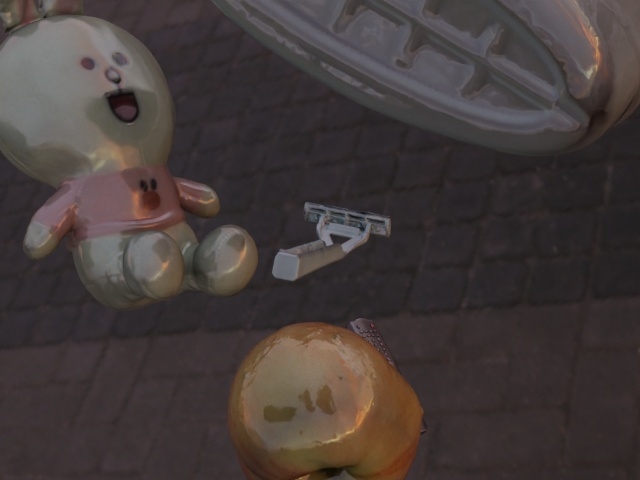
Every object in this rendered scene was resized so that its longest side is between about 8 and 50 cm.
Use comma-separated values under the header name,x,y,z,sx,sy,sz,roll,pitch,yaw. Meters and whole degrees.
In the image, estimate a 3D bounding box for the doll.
name,x,y,z,sx,sy,sz,roll,pitch,yaw
doll,-0.158,-0.060,0.852,0.155,0.275,0.113,-21,-16,-39

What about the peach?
name,x,y,z,sx,sy,sz,roll,pitch,yaw
peach,0.003,0.180,1.282,0.232,0.232,0.232,-19,40,16

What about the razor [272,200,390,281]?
name,x,y,z,sx,sy,sz,roll,pitch,yaw
razor,-0.002,0.011,1.400,0.111,0.056,0.278,12,15,13

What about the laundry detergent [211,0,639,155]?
name,x,y,z,sx,sy,sz,roll,pitch,yaw
laundry detergent,0.111,-0.203,0.754,0.264,0.125,0.398,31,36,8

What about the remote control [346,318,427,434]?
name,x,y,z,sx,sy,sz,roll,pitch,yaw
remote control,0.103,0.214,1.904,0.028,0.059,0.212,-50,55,38
